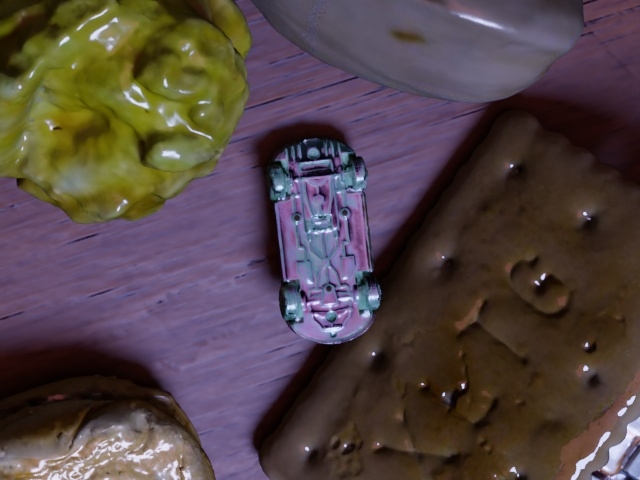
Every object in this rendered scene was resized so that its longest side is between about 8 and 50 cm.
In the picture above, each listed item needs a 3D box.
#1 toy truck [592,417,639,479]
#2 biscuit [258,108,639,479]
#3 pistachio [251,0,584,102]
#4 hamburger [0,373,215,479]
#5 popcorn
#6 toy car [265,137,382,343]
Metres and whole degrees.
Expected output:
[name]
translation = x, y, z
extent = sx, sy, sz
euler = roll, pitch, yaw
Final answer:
[toy truck]
translation = 0.213, 0.114, 1.383
extent = 0.135, 0.114, 0.270
euler = 32, 94, -14
[biscuit]
translation = 0.114, 0.089, 1.328
extent = 0.217, 0.044, 0.325
euler = 39, 96, 24
[pistachio]
translation = 0.055, -0.169, 1.266
extent = 0.238, 0.153, 0.138
euler = 22, 90, 10
[hamburger]
translation = -0.171, 0.194, 1.327
extent = 0.213, 0.108, 0.214
euler = -3, 106, -10
[popcorn]
translation = -0.139, -0.107, 1.233
extent = 0.197, 0.156, 0.198
euler = 3, 128, 4
[toy car]
translation = 0.000, 0.000, 1.340
extent = 0.069, 0.055, 0.142
euler = -7, 92, -11
